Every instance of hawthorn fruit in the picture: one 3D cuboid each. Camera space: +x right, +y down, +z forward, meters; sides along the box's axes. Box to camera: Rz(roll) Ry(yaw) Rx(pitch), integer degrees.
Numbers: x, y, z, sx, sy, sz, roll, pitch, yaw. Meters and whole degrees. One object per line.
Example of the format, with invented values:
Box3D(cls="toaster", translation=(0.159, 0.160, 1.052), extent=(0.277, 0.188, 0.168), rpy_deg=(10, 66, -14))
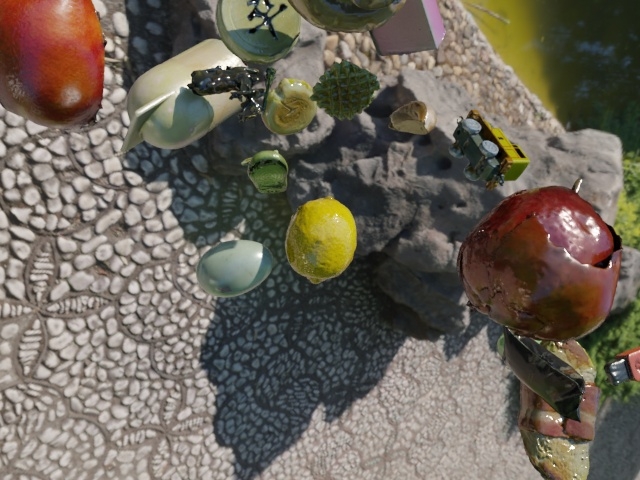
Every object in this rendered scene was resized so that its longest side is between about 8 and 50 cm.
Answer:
Box3D(cls="hawthorn fruit", translation=(0.217, 0.013, 0.502), extent=(0.172, 0.148, 0.148), rpy_deg=(-53, 135, -10))

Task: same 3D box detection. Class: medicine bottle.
Box3D(cls="medicine bottle", translation=(-0.418, -0.412, 1.542), extent=(0.406, 0.236, 0.235), rpy_deg=(-46, 135, -35))

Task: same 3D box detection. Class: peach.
Box3D(cls="peach", translation=(-0.615, -0.410, 1.130), extent=(0.201, 0.258, 0.361), rpy_deg=(-28, 155, -48))

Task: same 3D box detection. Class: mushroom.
Box3D(cls="mushroom", translation=(0.062, -0.486, 0.918), extent=(0.292, 0.290, 0.292), rpy_deg=(-8, 139, -7))

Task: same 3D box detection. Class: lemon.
Box3D(cls="lemon", translation=(0.000, 0.000, 1.646), extent=(0.233, 0.233, 0.288), rpy_deg=(-2, 106, -42))

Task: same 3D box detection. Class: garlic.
Box3D(cls="garlic", translation=(0.299, -0.392, 1.643), extent=(0.101, 0.195, 0.087), rpy_deg=(-42, 124, -15))

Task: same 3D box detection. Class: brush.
Box3D(cls="brush", translation=(0.814, 0.284, 1.268), extent=(0.323, 0.051, 0.070), rpy_deg=(-13, 78, -26))

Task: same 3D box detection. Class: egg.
Box3D(cls="egg", translation=(-0.280, 0.089, 1.698), extent=(0.264, 0.183, 0.183), rpy_deg=(-17, 130, 9))

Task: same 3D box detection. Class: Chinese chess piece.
Box3D(cls="Chinese chess piece", translation=(-0.134, -0.484, 1.133), extent=(0.188, 0.083, 0.188), rpy_deg=(-2, 97, -18))

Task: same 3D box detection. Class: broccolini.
Box3D(cls="broccolini", translation=(-0.158, -0.429, 1.484), extent=(0.030, 0.035, 0.140), rpy_deg=(2, 103, -79))

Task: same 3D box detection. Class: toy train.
Box3D(cls="toy train", translation=(0.373, -0.202, 1.156), extent=(0.127, 0.219, 0.089), rpy_deg=(-3, 141, -23))

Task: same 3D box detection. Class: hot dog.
Box3D(cls="hot dog", translation=(0.386, 0.273, 0.852), extent=(0.093, 0.123, 0.261), rpy_deg=(63, 39, -81))

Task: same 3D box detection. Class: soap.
Box3D(cls="soap", translation=(0.188, -0.599, 1.296), extent=(0.081, 0.181, 0.259), rpy_deg=(-60, 136, -28))

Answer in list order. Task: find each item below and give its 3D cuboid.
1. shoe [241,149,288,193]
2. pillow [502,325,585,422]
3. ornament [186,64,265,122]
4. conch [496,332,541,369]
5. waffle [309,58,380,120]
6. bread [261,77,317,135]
Box3D(cls="shoe", translation=(-0.186, -0.239, 1.757), extent=(0.140, 0.128, 0.262), rpy_deg=(-21, 160, -4))
Box3D(cls="pillow", translation=(0.324, 0.191, 0.760), extent=(0.048, 0.150, 0.090), rpy_deg=(-17, 127, -25))
Box3D(cls="ornament", translation=(-0.241, -0.383, 1.351), extent=(0.202, 0.236, 0.080), rpy_deg=(-10, 132, -13))
Box3D(cls="conch", translation=(0.559, 0.316, 1.354), extent=(0.137, 0.250, 0.143), rpy_deg=(-8, 116, -3))
Box3D(cls="waffle", translation=(0.068, -0.414, 1.443), extent=(0.183, 0.036, 0.169), rpy_deg=(18, 130, -33))
Box3D(cls="bread", translation=(-0.112, -0.479, 1.854), extent=(0.213, 0.105, 0.213), rpy_deg=(-12, 130, -14))
